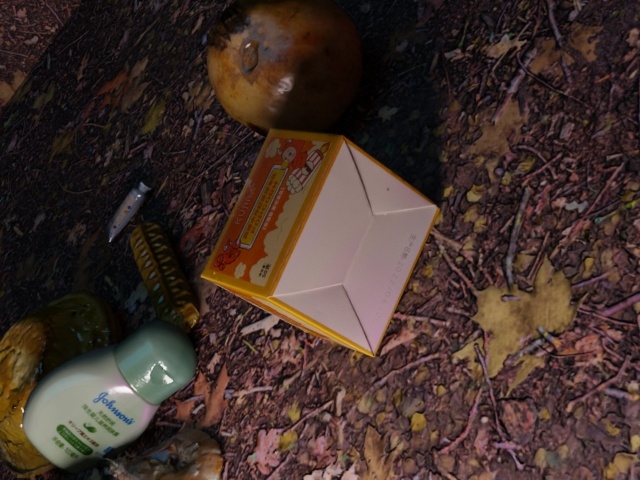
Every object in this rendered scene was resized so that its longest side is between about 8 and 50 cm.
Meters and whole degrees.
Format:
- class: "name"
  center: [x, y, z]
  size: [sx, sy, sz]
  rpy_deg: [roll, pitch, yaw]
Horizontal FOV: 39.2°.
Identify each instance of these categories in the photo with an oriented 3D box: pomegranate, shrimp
- class: "pomegranate"
  center: [-0.070, -0.350, 1.778]
  size: [0.322, 0.322, 0.322]
  rpy_deg: [-26, 48, 33]
- class: "shrimp"
  center: [-0.296, 0.415, 1.666]
  size: [0.316, 0.062, 0.164]
  rpy_deg: [-1, 43, 42]

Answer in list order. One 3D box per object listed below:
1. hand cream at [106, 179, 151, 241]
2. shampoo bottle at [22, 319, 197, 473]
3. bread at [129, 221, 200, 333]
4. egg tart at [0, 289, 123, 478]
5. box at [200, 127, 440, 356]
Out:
- class: "hand cream"
  center: [-0.475, -0.074, 2.209]
  size: [0.171, 0.043, 0.065]
  rpy_deg: [-51, 33, 15]
- class: "shampoo bottle"
  center: [-0.397, 0.292, 1.759]
  size: [0.349, 0.222, 0.151]
  rpy_deg: [-37, 24, 5]
- class: "bread"
  center: [-0.339, 0.075, 1.936]
  size: [0.367, 0.084, 0.077]
  rpy_deg: [-123, 32, -47]
- class: "egg tart"
  center: [-0.624, 0.305, 2.003]
  size: [0.443, 0.178, 0.443]
  rpy_deg: [-24, 51, 34]
- class: "box"
  center: [0.000, 0.000, 1.483]
  size: [0.214, 0.259, 0.284]
  rpy_deg: [11, 73, 52]
